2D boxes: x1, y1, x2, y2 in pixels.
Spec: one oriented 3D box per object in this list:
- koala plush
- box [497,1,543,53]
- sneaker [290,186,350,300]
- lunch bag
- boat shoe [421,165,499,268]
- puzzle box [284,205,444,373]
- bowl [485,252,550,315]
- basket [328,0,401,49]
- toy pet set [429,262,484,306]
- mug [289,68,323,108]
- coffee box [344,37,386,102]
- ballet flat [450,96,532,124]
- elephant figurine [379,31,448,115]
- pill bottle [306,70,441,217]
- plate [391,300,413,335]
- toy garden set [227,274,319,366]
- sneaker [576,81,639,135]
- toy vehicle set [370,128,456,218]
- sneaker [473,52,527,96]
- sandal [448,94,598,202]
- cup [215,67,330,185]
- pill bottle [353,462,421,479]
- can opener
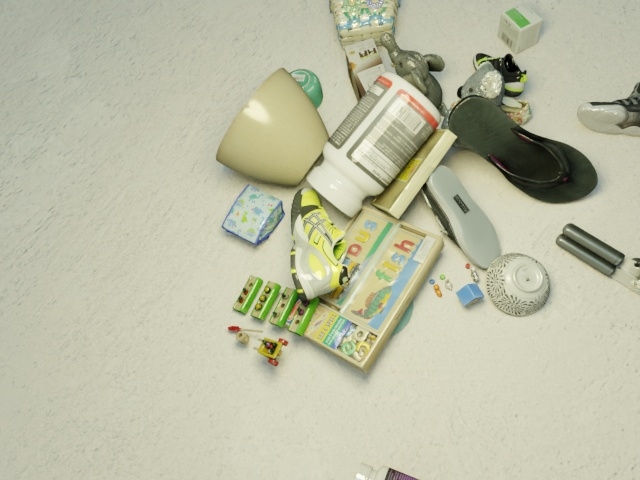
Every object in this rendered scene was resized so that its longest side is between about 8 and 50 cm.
[{"bbox_3d":[0.457,-0.383,1.559,0.203,0.221,0.196,9,26,8],"label":"koala plush"},{"bbox_3d":[0.632,-0.674,1.756,0.087,0.102,0.101,-27,63,-6],"label":"box"},{"bbox_3d":[0.000,0.000,1.500,0.147,0.145,0.385,-10,47,6],"label":"sneaker"},{"bbox_3d":[-0.196,-0.067,1.618,0.129,0.096,0.151,25,62,19],"label":"lunch bag"},{"bbox_3d":[0.370,-0.055,1.511,0.113,0.105,0.306,-36,89,-20],"label":"boat shoe"},{"bbox_3d":[0.113,0.113,1.478,0.272,0.052,0.409,24,71,32],"label":"puzzle box"},{"bbox_3d":[0.516,0.102,1.410,0.170,0.080,0.170,0,73,-1],"label":"bowl"},{"bbox_3d":[0.150,-0.799,1.840,0.254,0.201,0.289,-6,74,8],"label":"basket"},{"bbox_3d":[0.366,0.117,1.454,0.122,0.065,0.114,-25,64,-2],"label":"toy pet set"},{"bbox_3d":[-0.073,-0.481,1.788,0.157,0.097,0.129,-35,65,-8],"label":"mug"},{"bbox_3d":[0.157,-0.482,1.726,0.098,0.141,0.246,-17,63,2],"label":"coffee box"},{"bbox_3d":[0.514,-0.408,1.667,0.241,0.077,0.091,10,66,14],"label":"ballet flat"},{"bbox_3d":[0.284,-0.493,1.654,0.186,0.239,0.169,-9,64,5],"label":"elephant figurine"},{"bbox_3d":[0.138,-0.256,1.512,0.210,0.210,0.363,44,100,24],"label":"pill bottle"},{"bbox_3d":[0.155,0.170,1.489,0.188,0.024,0.188,-3,65,7],"label":"plate"},{"bbox_3d":[-0.151,0.204,1.470,0.244,0.049,0.204,14,67,35],"label":"toy garden set"},{"bbox_3d":[0.877,-0.388,1.587,0.268,0.101,0.153,11,67,8],"label":"sneaker"},{"bbox_3d":[0.251,-0.189,1.529,0.035,0.166,0.267,34,94,-17],"label":"toy vehicle set"},{"bbox_3d":[0.555,-0.529,1.680,0.084,0.097,0.235,-11,47,-21],"label":"sneaker"},{"bbox_3d":[0.536,-0.220,1.468,0.445,0.167,0.107,27,26,-7],"label":"sandal"},{"bbox_3d":[-0.112,-0.294,1.616,0.237,0.331,0.331,37,75,-3],"label":"cup"},{"bbox_3d":[0.170,0.578,1.249,0.193,0.108,0.108,17,69,16],"label":"pill bottle"},{"bbox_3d":[0.750,0.050,1.429,0.280,0.074,0.093,34,40,20],"label":"can opener"}]
